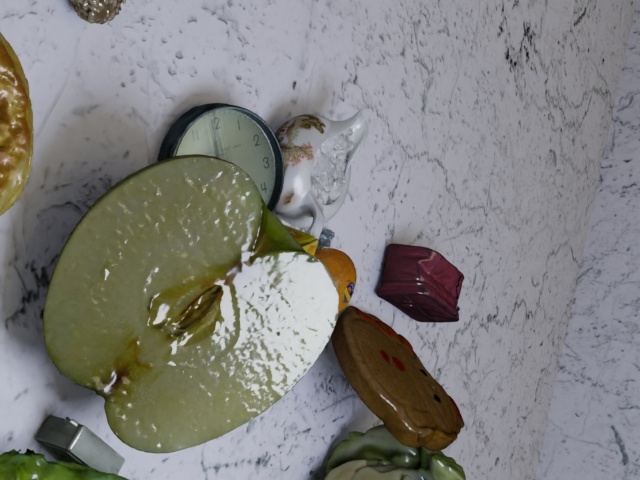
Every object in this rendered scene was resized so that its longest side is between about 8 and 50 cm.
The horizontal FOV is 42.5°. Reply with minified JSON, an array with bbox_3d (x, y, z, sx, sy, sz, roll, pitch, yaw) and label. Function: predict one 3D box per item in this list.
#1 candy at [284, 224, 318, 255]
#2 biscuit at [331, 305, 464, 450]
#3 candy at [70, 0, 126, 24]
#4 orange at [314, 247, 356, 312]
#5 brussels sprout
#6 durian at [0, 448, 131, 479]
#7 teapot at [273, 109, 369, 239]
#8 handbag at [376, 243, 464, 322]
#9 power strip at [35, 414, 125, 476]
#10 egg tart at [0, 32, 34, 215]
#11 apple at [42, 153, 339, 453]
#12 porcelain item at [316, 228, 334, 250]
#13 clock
[{"bbox_3d":[-0.101,0.117,1.356,0.146,0.088,0.276,-27,135,-65],"label":"candy"},{"bbox_3d":[0.164,0.285,1.669,0.074,0.359,0.381,-44,129,18],"label":"biscuit"},{"bbox_3d":[-0.300,-0.345,1.082,0.110,0.085,0.095,63,40,-52],"label":"candy"},{"bbox_3d":[0.007,0.080,1.564,0.135,0.118,0.135,-32,131,-45],"label":"orange"},{"bbox_3d":[0.141,0.627,1.655,0.425,0.342,0.361,-52,138,-34],"label":"brussels sprout"},{"bbox_3d":[-0.295,0.419,1.085,0.339,0.256,0.204,77,23,-49],"label":"durian"},{"bbox_3d":[-0.016,-0.114,1.479,0.204,0.139,0.298,47,57,-50],"label":"teapot"},{"bbox_3d":[0.230,0.103,1.861,0.225,0.146,0.135,38,59,-50],"label":"handbag"},{"bbox_3d":[-0.325,0.306,1.163,0.175,0.075,0.042,58,49,-41],"label":"power strip"},{"bbox_3d":[-0.457,-0.119,0.852,0.341,0.132,0.341,-11,104,-55],"label":"egg tart"},{"bbox_3d":[-0.187,0.085,1.123,0.360,0.320,0.311,-41,157,-7],"label":"apple"},{"bbox_3d":[0.000,0.000,1.617,0.083,0.028,0.036,-23,131,-53],"label":"porcelain item"},{"bbox_3d":[-0.154,-0.107,1.318,0.226,0.049,0.226,-9,104,-39],"label":"clock"}]
